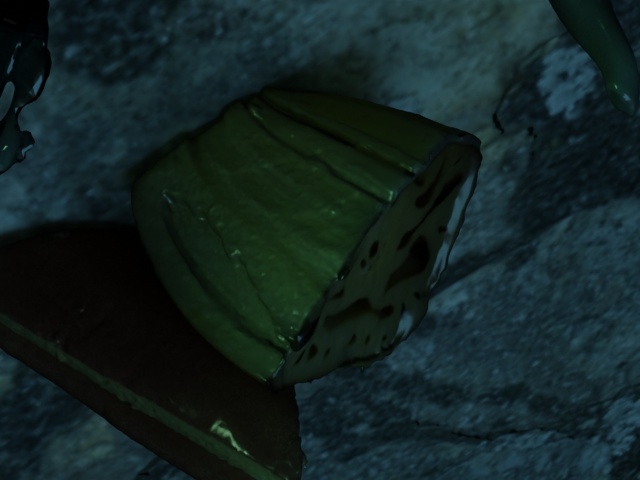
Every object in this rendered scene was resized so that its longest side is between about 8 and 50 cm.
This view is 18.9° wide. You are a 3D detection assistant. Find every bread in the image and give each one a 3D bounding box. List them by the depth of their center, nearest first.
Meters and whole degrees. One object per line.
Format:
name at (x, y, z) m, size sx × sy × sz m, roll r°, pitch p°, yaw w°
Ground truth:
bread at (-0.075, 0.049, 0.917) m, size 0.067 × 0.192 × 0.119 m, roll -63°, pitch 171°, yaw 26°

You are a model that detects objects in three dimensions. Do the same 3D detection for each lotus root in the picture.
lotus root at (-0.003, -0.003, 0.900) m, size 0.159 × 0.135 × 0.095 m, roll -39°, pitch 145°, yaw -16°

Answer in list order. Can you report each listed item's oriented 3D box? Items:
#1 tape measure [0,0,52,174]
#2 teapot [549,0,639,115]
tape measure at (-0.208, -0.083, 0.618) m, size 0.182 × 0.181 × 0.107 m, roll 4°, pitch 113°, yaw -58°
teapot at (0.181, -0.171, 0.832) m, size 0.162 × 0.149 × 0.239 m, roll 15°, pitch 122°, yaw -43°
